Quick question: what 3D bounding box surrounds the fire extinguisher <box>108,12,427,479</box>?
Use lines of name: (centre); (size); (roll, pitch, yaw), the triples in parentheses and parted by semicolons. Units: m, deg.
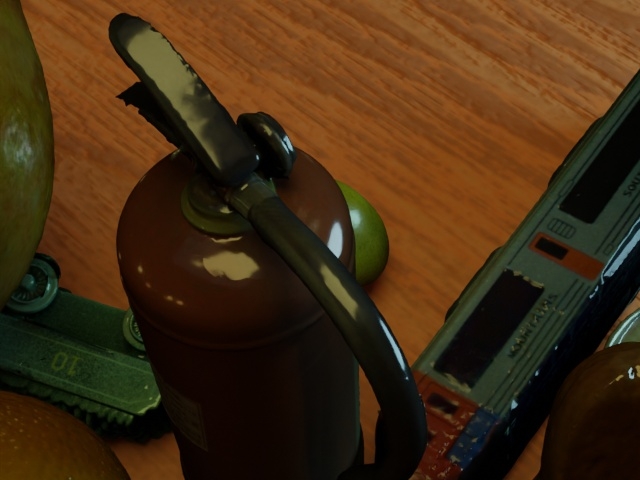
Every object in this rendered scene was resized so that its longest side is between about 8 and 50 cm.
fire extinguisher: (-0.011, 0.059, 0.698); (0.200, 0.376, 0.113); (25, 60, 21)

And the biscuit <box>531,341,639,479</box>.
biscuit: (0.184, 0.160, 0.695); (0.432, 0.283, 0.064); (-14, 29, -4)

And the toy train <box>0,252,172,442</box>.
toy train: (-0.157, 0.074, 0.885); (0.172, 0.070, 0.099); (17, 67, 14)

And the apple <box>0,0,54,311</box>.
apple: (-0.355, -0.061, 0.769); (0.401, 0.333, 0.400); (0, 89, 20)

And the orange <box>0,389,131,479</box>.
orange: (-0.201, 0.187, 0.714); (0.236, 0.236, 0.236); (-1, 55, 1)

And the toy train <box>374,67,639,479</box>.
toy train: (0.148, 0.034, 0.889); (0.089, 0.086, 0.409); (30, 61, 22)

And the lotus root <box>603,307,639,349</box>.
lotus root: (0.277, 0.109, 0.839); (0.204, 0.078, 0.183); (-22, 46, -17)

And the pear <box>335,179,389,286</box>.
pear: (0.000, 0.000, 0.919); (0.097, 0.092, 0.092); (26, 58, -1)
